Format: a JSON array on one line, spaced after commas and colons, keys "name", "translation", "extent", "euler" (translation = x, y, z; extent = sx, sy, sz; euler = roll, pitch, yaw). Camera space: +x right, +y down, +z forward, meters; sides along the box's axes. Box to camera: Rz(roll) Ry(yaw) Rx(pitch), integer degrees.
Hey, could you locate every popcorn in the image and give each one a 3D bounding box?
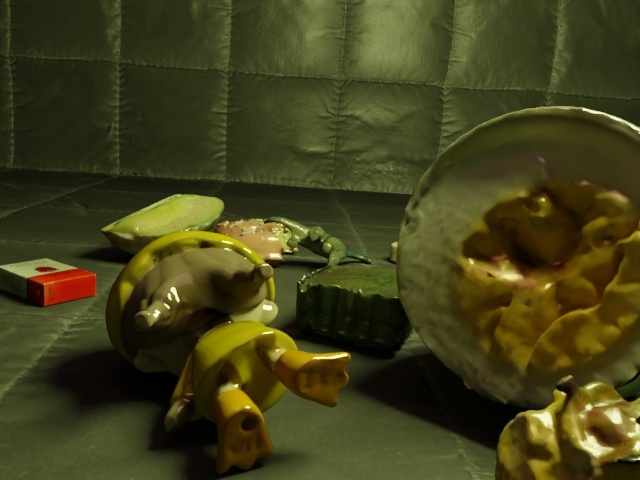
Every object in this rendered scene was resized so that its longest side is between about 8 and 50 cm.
[{"name": "popcorn", "translation": [0.232, 0.192, 0.505], "extent": [0.167, 0.152, 0.148], "euler": [-1, 27, 27]}]

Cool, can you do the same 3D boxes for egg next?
[{"name": "egg", "translation": [0.317, 0.040, 0.800], "extent": [0.355, 0.354, 0.340], "euler": [12, -4, 35]}]

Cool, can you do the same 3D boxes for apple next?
[{"name": "apple", "translation": [-0.327, -0.022, 1.376], "extent": [0.193, 0.120, 0.265], "euler": [8, 25, 27]}]

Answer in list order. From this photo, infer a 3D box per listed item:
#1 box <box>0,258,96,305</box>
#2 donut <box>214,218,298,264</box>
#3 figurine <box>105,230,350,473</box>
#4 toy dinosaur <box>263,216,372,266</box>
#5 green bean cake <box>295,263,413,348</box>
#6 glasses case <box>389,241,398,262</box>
[{"name": "box", "translation": [-0.483, 0.071, 1.073], "extent": [0.152, 0.048, 0.100], "euler": [14, 17, 33]}, {"name": "donut", "translation": [-0.161, -0.002, 1.441], "extent": [0.199, 0.085, 0.233], "euler": [4, 10, 8]}, {"name": "figurine", "translation": [-0.120, 0.107, 0.719], "extent": [0.215, 0.187, 0.344], "euler": [-17, 27, -29]}, {"name": "toy dinosaur", "translation": [0.000, 0.000, 1.401], "extent": [0.248, 0.075, 0.188], "euler": [30, 15, 8]}, {"name": "green bean cake", "translation": [0.067, 0.102, 0.972], "extent": [0.182, 0.094, 0.173], "euler": [8, 11, 21]}, {"name": "glasses case", "translation": [0.254, 0.042, 1.449], "extent": [0.083, 0.050, 0.196], "euler": [-10, 17, -42]}]
